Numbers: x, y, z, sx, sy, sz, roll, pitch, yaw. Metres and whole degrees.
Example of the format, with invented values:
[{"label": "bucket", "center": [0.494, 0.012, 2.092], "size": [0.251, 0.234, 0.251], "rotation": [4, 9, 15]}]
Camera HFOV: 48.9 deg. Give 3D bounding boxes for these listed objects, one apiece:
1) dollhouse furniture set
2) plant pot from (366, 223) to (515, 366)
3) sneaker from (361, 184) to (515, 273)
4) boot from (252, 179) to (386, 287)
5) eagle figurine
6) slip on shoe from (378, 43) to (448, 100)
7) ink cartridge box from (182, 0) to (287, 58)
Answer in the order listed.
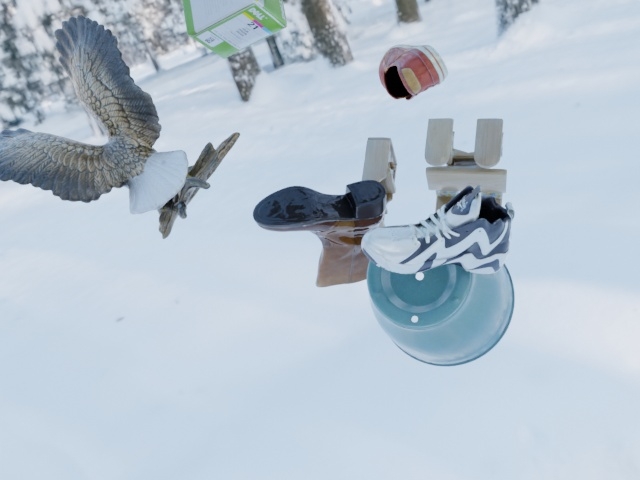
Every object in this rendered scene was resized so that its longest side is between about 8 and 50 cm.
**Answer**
[{"label": "dollhouse furniture set", "center": [0.323, -0.143, 1.997], "size": [0.395, 0.362, 0.256], "rotation": [3, 68, 15]}, {"label": "plant pot", "center": [0.206, 0.087, 1.288], "size": [0.272, 0.271, 0.255], "rotation": [-16, -18, 16]}, {"label": "sneaker", "center": [0.187, -0.026, 1.074], "size": [0.235, 0.153, 0.094], "rotation": [8, 43, -3]}, {"label": "boot", "center": [0.000, 0.000, 1.436], "size": [0.264, 0.280, 0.096], "rotation": [-15, 56, -12]}, {"label": "eagle figurine", "center": [-0.301, -0.136, 0.978], "size": [0.225, 0.298, 0.226], "rotation": [-41, 20, 39]}, {"label": "slip on shoe", "center": [0.182, -0.371, 1.587], "size": [0.101, 0.123, 0.331], "rotation": [-35, 15, -2]}, {"label": "ink cartridge box", "center": [-0.089, -0.425, 1.084], "size": [0.255, 0.188, 0.097], "rotation": [-19, -18, 24]}]
